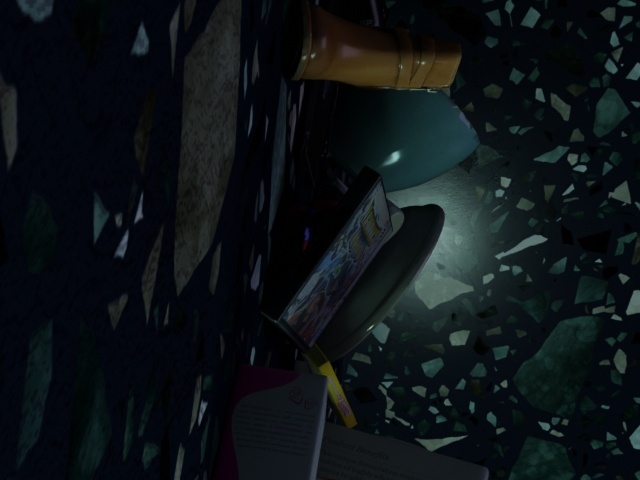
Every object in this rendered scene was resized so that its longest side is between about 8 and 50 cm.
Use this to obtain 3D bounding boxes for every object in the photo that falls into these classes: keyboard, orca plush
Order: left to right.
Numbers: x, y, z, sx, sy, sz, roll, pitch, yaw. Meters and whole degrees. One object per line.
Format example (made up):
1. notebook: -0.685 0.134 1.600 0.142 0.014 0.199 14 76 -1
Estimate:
1. keyboard: 0.001 -0.230 1.601 0.201 0.033 0.317 75 24 -63
2. orca plush: 0.021 -0.062 1.960 0.151 0.102 0.287 51 7 -10

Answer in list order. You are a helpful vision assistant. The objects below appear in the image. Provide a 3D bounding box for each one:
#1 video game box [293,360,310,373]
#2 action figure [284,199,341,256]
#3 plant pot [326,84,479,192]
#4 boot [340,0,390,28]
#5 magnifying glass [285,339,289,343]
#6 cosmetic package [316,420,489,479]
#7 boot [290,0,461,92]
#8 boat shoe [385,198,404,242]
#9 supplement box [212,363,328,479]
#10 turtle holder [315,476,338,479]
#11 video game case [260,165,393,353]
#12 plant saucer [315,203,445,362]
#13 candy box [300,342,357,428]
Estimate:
1. video game box: -0.042 0.360 1.897 0.187 0.048 0.205 92 7 -57
2. action figure: 0.000 0.000 1.598 0.280 0.092 0.139 -45 136 -80
3. plant pot: 0.115 -0.198 1.804 0.195 0.290 0.290 -47 173 -2
4. boot: 0.076 -0.463 1.713 0.246 0.094 0.207 -89 178 -62
5. magnifying glass: -0.045 0.116 1.624 0.231 0.026 0.092 71 27 -77
6. cosmetic package: 0.082 0.596 1.763 0.327 0.330 0.393 91 18 -46
7. boot: 0.077 -0.245 1.333 0.283 0.220 0.109 21 77 -85
8. boat shoe: 0.046 0.003 1.819 0.227 0.081 0.079 -39 146 -4
9. supplement box: -0.061 0.270 1.171 0.114 0.111 0.220 91 9 -54
10. turtle holder: -0.030 0.482 1.421 0.320 0.243 0.227 -36 132 -24
11. video game case: 0.019 0.039 1.471 0.248 0.035 0.275 -54 165 -8
12. plant saucer: 0.084 0.061 2.010 0.400 0.100 0.400 -49 -171 11
13. candy box: 0.007 0.246 1.779 0.105 0.027 0.205 45 -16 43
